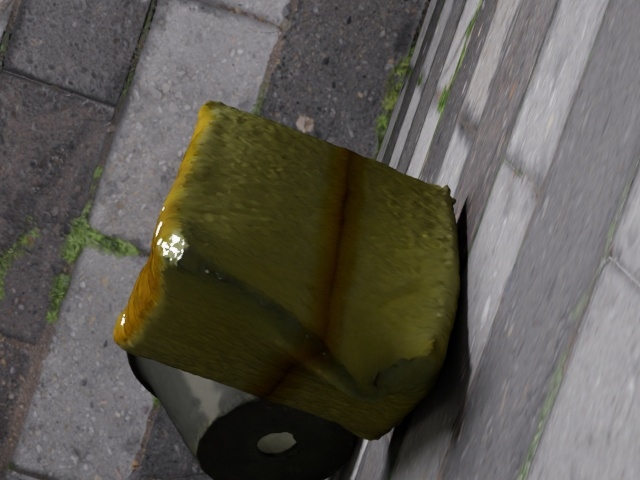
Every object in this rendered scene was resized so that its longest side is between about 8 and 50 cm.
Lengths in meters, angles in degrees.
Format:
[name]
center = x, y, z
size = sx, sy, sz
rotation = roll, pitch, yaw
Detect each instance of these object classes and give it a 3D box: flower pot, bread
[flower pot]
center = -0.053, 0.146, 1.687
size = 0.269, 0.269, 0.166
rotation = 110, 154, -42
[bread]
center = 0.000, 0.000, 1.216
size = 0.362, 0.233, 0.245
rotation = 131, 160, -76
